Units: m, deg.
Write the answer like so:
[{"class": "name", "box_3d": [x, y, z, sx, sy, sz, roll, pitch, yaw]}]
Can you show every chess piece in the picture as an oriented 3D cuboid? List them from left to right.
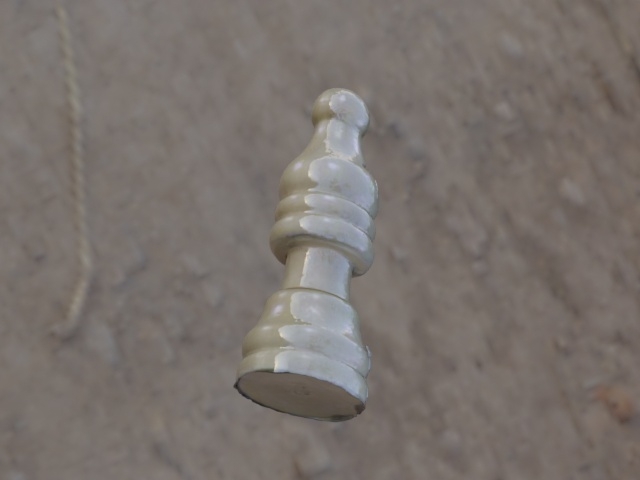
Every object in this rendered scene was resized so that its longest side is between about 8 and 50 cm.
[{"class": "chess piece", "box_3d": [0.000, 0.000, 1.818, 0.138, 0.124, 0.307, 20, 66, -30]}]
